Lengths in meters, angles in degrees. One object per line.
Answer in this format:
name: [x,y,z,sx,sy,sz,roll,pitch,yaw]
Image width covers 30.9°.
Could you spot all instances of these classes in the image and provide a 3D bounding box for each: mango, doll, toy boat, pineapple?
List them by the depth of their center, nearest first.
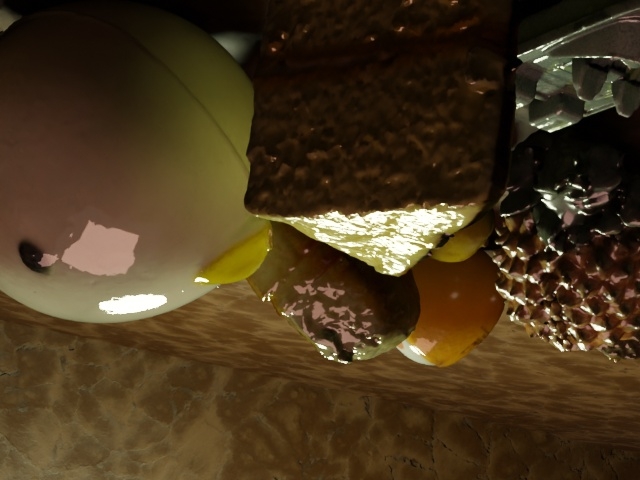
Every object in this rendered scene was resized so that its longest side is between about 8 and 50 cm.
toy boat: [0.273,-0.165,0.972,0.141,0.092,0.320,16,162,-30]
pineapple: [0.289,-0.024,1.312,0.223,0.222,0.357,3,152,20]
mango: [0.108,-0.066,1.376,0.251,0.114,0.156,41,-174,-37]
doll: [0.162,0.066,1.756,0.236,0.213,0.213,49,174,16]

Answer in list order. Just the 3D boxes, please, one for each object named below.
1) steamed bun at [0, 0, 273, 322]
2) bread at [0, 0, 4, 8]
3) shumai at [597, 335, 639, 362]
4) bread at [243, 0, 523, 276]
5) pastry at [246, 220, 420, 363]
steamed bun: [-0.215,-0.074,1.159,0.334,0.333,0.374,18,164,-30]
bread: [-0.420,-0.245,1.046,0.136,0.107,0.241,-7,158,39]
shumai: [0.409,0.052,1.569,0.166,0.206,0.175,50,-179,-16]
bread: [0.093,-0.118,0.934,0.198,0.263,0.236,18,162,-40]
pastry: [0.000,0.000,1.407,0.136,0.329,0.330,-40,144,17]
